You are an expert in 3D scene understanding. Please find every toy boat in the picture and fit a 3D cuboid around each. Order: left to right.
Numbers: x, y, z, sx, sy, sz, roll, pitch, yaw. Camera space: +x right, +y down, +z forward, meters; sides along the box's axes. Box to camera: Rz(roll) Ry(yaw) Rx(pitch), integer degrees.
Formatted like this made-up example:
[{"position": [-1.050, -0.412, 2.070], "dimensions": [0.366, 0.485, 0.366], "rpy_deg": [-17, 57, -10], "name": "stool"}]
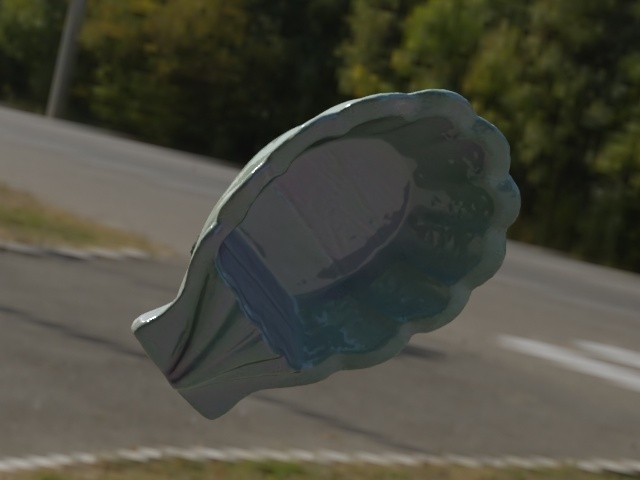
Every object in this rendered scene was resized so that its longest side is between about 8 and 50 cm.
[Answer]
[{"position": [0.000, 0.000, 1.340], "dimensions": [0.199, 0.290, 0.100], "rpy_deg": [54, -1, -29], "name": "toy boat"}]
